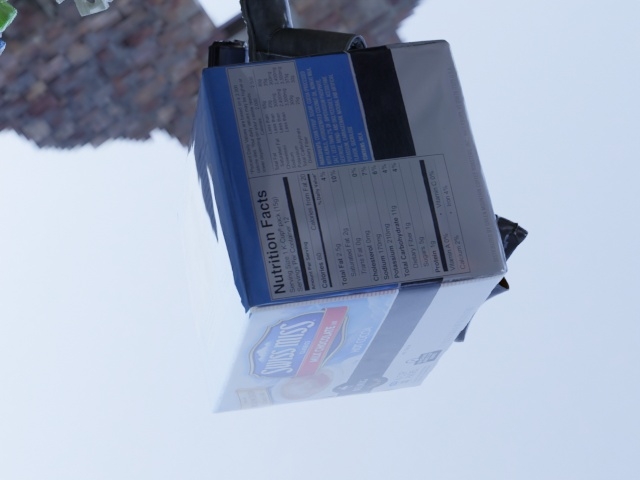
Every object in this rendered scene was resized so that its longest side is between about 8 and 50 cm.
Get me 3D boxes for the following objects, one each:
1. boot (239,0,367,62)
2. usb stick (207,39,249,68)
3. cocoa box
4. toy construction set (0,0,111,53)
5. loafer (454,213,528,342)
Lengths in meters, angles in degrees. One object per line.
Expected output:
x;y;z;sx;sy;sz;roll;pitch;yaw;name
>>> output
-0.022;-0.276;1.979;0.076;0.190;0.208;-19;-158;-28;boot
-0.135;-0.143;2.076;0.045;0.278;0.077;7;-173;28;usb stick
0.000;0.000;1.381;0.227;0.347;0.232;-8;-110;-13;cocoa box
-0.362;-0.254;1.570;0.215;0.151;0.327;-50;173;33;toy construction set
0.185;0.049;1.674;0.061;0.170;0.062;17;-148;4;loafer
